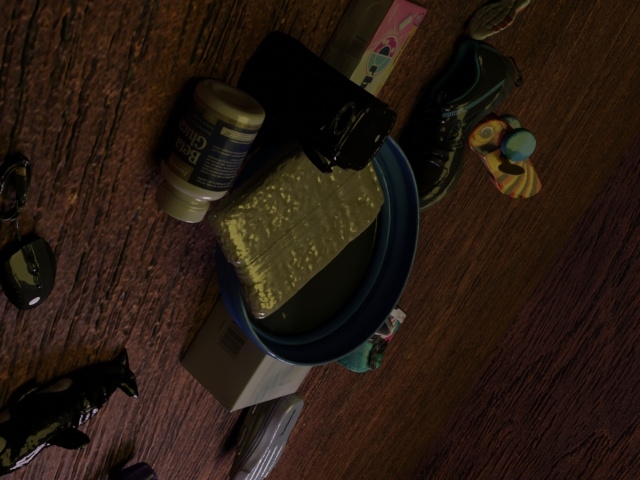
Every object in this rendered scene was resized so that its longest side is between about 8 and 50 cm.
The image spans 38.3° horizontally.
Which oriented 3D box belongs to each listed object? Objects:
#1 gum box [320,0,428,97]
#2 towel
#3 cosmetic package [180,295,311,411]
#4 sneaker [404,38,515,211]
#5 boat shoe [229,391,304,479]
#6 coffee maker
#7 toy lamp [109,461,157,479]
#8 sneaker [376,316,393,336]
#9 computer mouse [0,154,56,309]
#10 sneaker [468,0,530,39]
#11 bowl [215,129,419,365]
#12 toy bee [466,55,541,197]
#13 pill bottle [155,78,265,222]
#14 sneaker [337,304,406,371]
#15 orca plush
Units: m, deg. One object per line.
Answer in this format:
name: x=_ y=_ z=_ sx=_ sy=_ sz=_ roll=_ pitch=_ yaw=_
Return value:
gum box: x=0.066 y=-0.278 z=1.350 sx=0.107 sy=0.062 sz=0.188 roll=-5 pitch=130 yaw=-59
towel: x=-0.028 y=-0.044 z=1.311 sx=0.282 sy=0.049 sz=0.187 roll=-41 pitch=127 yaw=-27
cosmetic package: x=-0.089 y=0.163 z=1.643 sx=0.224 sy=0.138 sz=0.224 roll=-58 pitch=157 yaw=17
sneaker: x=0.218 y=-0.212 z=1.690 sx=0.139 sy=0.125 sz=0.341 roll=23 pitch=97 yaw=-55
boat shoe: x=-0.133 y=0.429 z=2.015 sx=0.109 sy=0.094 sz=0.302 roll=-7 pitch=131 yaw=-55
coffee maker: x=-0.007 y=-0.189 z=1.202 sx=0.120 sy=0.178 sz=0.171 roll=-48 pitch=158 yaw=-11
toy lamp: x=-0.410 y=0.490 z=1.628 sx=0.274 sy=0.080 sz=0.080 roll=-32 pitch=151 yaw=-31
sneaker: x=0.040 y=0.137 z=1.809 sx=0.235 sy=0.095 sz=0.090 roll=9 pitch=121 yaw=-32
computer mouse: x=-0.337 y=0.001 z=1.061 sx=0.071 sy=0.041 sz=0.242 roll=-34 pitch=152 yaw=-32
sneaker: x=0.321 y=-0.393 z=1.655 sx=0.158 sy=0.061 sz=0.065 roll=-38 pitch=161 yaw=-25
bowl: x=0.000 y=0.000 z=1.440 sx=0.391 sy=0.077 sz=0.391 roll=-16 pitch=114 yaw=-41
toy bee: x=0.347 y=-0.208 z=1.900 sx=0.162 sy=0.298 sz=0.195 roll=-21 pitch=-169 yaw=-1
pill bottle: x=-0.146 y=-0.110 z=1.174 sx=0.094 sy=0.094 sz=0.169 roll=-10 pitch=134 yaw=-57
sneaker: x=0.094 y=0.203 z=2.070 sx=0.178 sy=0.123 sz=0.295 roll=-59 pitch=159 yaw=-4
orca plush: x=-0.366 y=0.273 z=1.340 sx=0.287 sy=0.102 sz=0.151 roll=-17 pitch=140 yaw=-53
